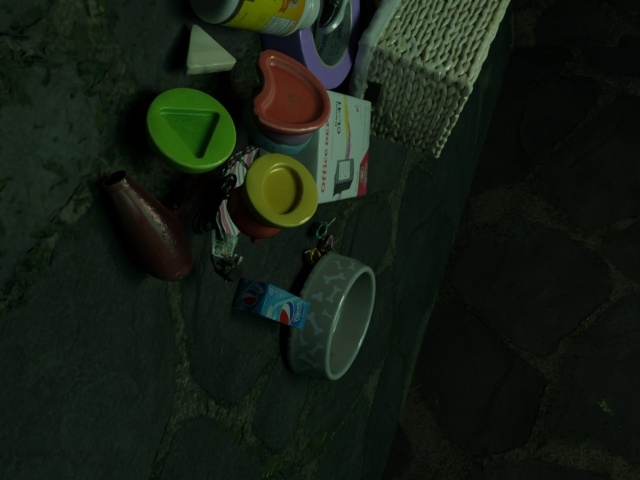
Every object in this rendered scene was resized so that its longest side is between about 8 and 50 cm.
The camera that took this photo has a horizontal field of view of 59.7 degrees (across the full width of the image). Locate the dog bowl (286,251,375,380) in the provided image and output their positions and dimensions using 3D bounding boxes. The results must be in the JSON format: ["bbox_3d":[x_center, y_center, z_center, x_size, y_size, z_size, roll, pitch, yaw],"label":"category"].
[{"bbox_3d":[0.041,0.201,1.446,0.349,0.102,0.348,-47,145,-49],"label":"dog bowl"}]

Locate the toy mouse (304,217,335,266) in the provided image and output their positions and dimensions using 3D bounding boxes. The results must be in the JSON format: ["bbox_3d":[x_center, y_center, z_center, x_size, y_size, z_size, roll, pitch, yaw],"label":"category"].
[{"bbox_3d":[0.000,0.000,1.401,0.143,0.031,0.161,-69,153,-20],"label":"toy mouse"}]

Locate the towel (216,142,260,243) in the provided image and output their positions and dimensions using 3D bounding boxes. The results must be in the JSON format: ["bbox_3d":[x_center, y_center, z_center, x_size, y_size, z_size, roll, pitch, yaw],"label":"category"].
[{"bbox_3d":[-0.141,-0.099,1.073,0.197,0.029,0.144,-48,141,-48],"label":"towel"}]

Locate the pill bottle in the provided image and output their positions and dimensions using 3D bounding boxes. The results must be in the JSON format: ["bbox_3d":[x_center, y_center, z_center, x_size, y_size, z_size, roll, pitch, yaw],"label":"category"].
[{"bbox_3d":[-0.099,-0.397,0.899,0.215,0.117,0.117,-14,112,-51],"label":"pill bottle"}]

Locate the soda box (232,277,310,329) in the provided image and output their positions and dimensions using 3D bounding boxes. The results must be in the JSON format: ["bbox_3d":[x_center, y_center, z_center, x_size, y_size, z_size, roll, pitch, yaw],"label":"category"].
[{"bbox_3d":[-0.100,0.139,1.200,0.210,0.071,0.067,36,67,-63],"label":"soda box"}]

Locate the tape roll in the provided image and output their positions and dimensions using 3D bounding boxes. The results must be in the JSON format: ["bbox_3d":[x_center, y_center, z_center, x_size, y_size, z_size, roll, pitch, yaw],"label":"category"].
[{"bbox_3d":[-0.014,-0.450,1.131,0.275,0.090,0.274,-33,128,-56],"label":"tape roll"}]

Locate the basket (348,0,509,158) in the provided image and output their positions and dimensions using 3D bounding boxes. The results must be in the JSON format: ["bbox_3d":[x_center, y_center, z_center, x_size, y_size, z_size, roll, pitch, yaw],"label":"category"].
[{"bbox_3d":[0.248,-0.437,1.353,0.328,0.267,0.331,101,14,-67],"label":"basket"}]

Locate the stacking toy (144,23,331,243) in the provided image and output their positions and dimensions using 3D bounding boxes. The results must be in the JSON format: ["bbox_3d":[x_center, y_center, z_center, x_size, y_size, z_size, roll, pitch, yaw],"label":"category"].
[{"bbox_3d":[-0.136,-0.166,0.904,0.280,0.130,0.308,23,60,-20],"label":"stacking toy"}]

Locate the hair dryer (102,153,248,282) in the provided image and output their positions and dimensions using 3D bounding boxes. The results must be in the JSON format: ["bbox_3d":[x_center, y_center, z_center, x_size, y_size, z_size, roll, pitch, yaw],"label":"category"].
[{"bbox_3d":[-0.223,-0.046,0.878,0.293,0.080,0.223,13,77,-62],"label":"hair dryer"}]

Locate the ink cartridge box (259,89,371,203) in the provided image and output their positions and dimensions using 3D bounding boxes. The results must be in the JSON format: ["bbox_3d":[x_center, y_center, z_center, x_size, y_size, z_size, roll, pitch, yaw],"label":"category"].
[{"bbox_3d":[-0.001,-0.198,1.180,0.306,0.131,0.226,-22,117,-67],"label":"ink cartridge box"}]

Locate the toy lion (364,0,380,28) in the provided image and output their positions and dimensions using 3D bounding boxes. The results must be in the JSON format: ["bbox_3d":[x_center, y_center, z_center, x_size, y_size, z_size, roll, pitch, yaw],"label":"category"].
[{"bbox_3d":[0.144,-0.603,1.472,0.100,0.034,0.096,-3,95,-64],"label":"toy lion"}]

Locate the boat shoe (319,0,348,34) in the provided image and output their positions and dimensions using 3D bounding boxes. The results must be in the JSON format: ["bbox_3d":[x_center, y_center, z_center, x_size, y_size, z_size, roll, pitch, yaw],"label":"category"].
[{"bbox_3d":[0.024,-0.453,1.058,0.040,0.049,0.142,42,59,-40],"label":"boat shoe"}]
